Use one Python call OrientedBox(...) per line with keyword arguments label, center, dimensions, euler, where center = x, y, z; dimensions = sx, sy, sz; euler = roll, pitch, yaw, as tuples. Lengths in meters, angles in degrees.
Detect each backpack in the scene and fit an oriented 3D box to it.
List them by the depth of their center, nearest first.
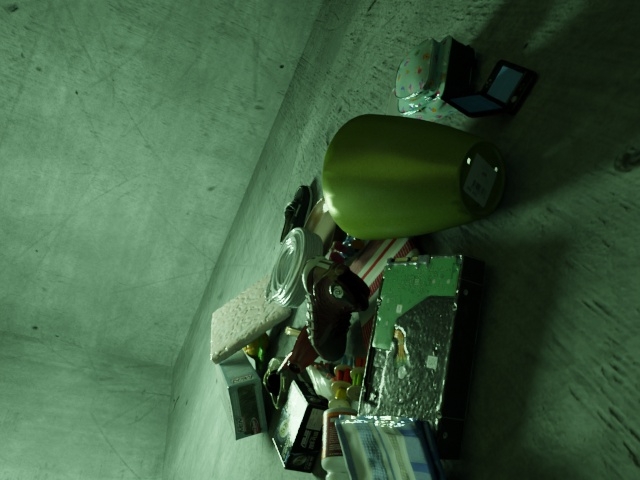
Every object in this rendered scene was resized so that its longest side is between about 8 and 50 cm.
OrientedBox(label="backpack", center=(0.254, -0.367, 1.167), dimensions=(0.188, 0.144, 0.166), euler=(154, 126, -67))

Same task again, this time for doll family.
OrientedBox(label="doll family", center=(0.081, -0.009, 1.313), dimensions=(0.163, 0.118, 0.263), euler=(137, 153, -70))

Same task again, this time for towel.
OrientedBox(label="towel", center=(0.121, 0.411, 0.868), dimensions=(0.285, 0.034, 0.210), euler=(-34, 69, 58))
OrientedBox(label="towel", center=(0.161, 0.103, 1.155), dimensions=(0.237, 0.037, 0.329), euler=(-56, 27, 32))
OrientedBox(label="towel", center=(-0.270, 0.282, 1.873), dimensions=(0.331, 0.053, 0.317), euler=(-35, 25, 5))

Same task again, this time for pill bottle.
OrientedBox(label="pill bottle", center=(0.045, 0.448, 1.074), dimensions=(0.086, 0.086, 0.152), euler=(-50, 29, 46))

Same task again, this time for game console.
OrientedBox(label="game console", center=(0.332, -0.303, 0.985), dimensions=(0.124, 0.085, 0.144), euler=(-63, 22, 23))

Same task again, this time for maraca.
OrientedBox(label="maraca", center=(-0.238, 0.393, 1.851), dimensions=(0.186, 0.099, 0.127), euler=(-114, 33, -46))

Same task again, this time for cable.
OrientedBox(label="cable", center=(-0.077, 0.087, 1.572), dimensions=(0.257, 0.089, 0.257), euler=(-13, 60, 66))

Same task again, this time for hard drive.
OrientedBox(label="hard drive", center=(0.181, 0.197, 0.924), dimensions=(0.236, 0.064, 0.339), euler=(-9, 68, 60))

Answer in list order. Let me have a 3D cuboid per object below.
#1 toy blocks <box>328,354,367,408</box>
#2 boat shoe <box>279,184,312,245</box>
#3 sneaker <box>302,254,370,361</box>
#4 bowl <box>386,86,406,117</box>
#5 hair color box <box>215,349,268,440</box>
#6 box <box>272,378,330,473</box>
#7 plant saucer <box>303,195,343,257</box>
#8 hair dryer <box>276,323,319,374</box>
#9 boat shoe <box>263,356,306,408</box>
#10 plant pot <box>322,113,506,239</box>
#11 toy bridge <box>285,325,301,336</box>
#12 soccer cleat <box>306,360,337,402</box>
OrientedBox(label="toy blocks", center=(0.075, 0.314, 1.161), dimensions=(0.123, 0.054, 0.148), euler=(-46, 17, 33))
OrientedBox(label="boat shoe", center=(-0.096, -0.100, 1.914), dimensions=(0.114, 0.091, 0.303), euler=(-49, 30, 46))
OrientedBox(label="sneaker", center=(0.050, 0.178, 1.174), dimensions=(0.162, 0.106, 0.282), euler=(7, 118, 43))
OrientedBox(label="bowl", center=(0.236, -0.369, 1.342), dimensions=(0.142, 0.053, 0.142), euler=(-25, 49, 62))
OrientedBox(label="hair color box", center=(-0.291, 0.522, 1.758), dimensions=(0.374, 0.113, 0.186), euler=(-163, 64, -70))
OrientedBox(label="box", center=(-0.049, 0.483, 1.303), dimensions=(0.180, 0.077, 0.147), euler=(-71, 19, 3))
OrientedBox(label="plant saucer", center=(0.000, 0.000, 1.641), dimensions=(0.311, 0.050, 0.311), euler=(-51, 29, 43))
OrientedBox(label="hair dryer", center=(-0.041, 0.299, 1.336), dimensions=(0.224, 0.080, 0.293), euler=(-58, -4, -2))
OrientedBox(label="boat shoe", center=(-0.119, 0.426, 1.513), dimensions=(0.109, 0.091, 0.305), euler=(-70, 20, 3))
OrientedBox(label="plant pot", center=(0.199, -0.121, 0.980), dimensions=(0.293, 0.274, 0.275), euler=(11, 83, 53))
OrientedBox(label="toy bridge", center=(-0.078, 0.291, 1.569), dimensions=(0.188, 0.063, 0.026), euler=(-8, 65, 67))
OrientedBox(label="soccer cleat", center=(0.003, 0.366, 1.292), dimensions=(0.196, 0.068, 0.076), euler=(18, 93, 67))
